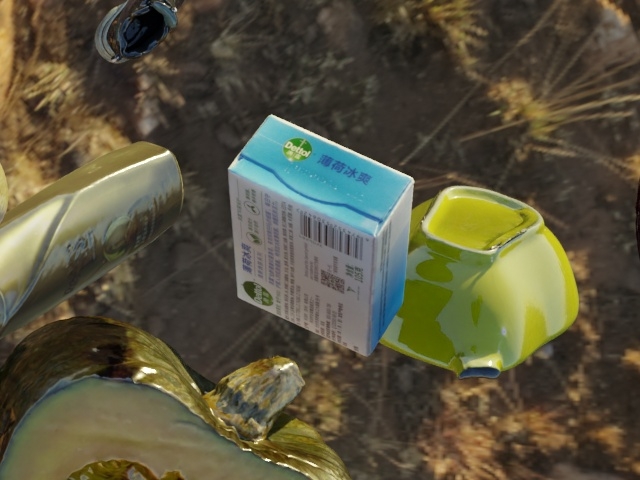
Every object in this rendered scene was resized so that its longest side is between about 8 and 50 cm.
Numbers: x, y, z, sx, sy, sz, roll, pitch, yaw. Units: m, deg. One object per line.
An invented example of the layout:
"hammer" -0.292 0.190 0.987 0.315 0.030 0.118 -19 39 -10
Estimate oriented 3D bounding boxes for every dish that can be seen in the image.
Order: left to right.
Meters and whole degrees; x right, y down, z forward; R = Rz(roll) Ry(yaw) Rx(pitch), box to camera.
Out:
"dish" 0.147 0.023 1.376 0.262 0.221 0.108 -36 141 -53

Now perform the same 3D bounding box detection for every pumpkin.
"pumpkin" -0.100 0.174 1.026 0.317 0.139 0.222 36 100 -10

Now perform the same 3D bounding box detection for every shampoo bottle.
"shampoo bottle" -0.283 0.006 1.443 0.350 0.084 0.125 -37 138 -48

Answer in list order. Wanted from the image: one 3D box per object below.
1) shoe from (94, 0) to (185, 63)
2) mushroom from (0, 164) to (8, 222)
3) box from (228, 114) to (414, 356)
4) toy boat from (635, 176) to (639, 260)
"shoe" -0.195 -0.275 1.618 0.071 0.099 0.169 39 89 -30
"mushroom" -0.208 -0.024 0.718 0.083 0.083 0.067 12 39 -21
"box" 0.000 0.001 1.170 0.139 0.194 0.073 25 59 16
"toy boat" 0.232 0.025 0.870 0.072 0.318 0.219 -8 85 7
